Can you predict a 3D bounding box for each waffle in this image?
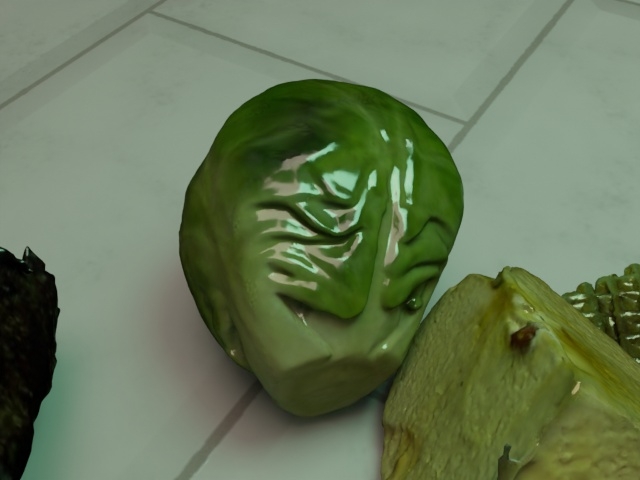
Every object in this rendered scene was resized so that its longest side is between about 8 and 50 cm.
[{"bbox_3d":[0.366,0.119,0.847,0.208,0.054,0.214,-30,48,-20],"label":"waffle"}]

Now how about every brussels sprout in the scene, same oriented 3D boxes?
[{"bbox_3d":[-0.005,0.002,0.820,0.289,0.281,0.354,8,61,-24],"label":"brussels sprout"}]

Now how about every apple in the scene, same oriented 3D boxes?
[{"bbox_3d":[0.198,0.160,0.685,0.314,0.252,0.309,-12,14,1],"label":"apple"}]

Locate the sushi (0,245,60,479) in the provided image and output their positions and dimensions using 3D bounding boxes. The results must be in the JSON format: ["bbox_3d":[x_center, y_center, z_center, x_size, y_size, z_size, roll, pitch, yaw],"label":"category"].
[{"bbox_3d":[-0.421,0.133,0.691,0.299,0.281,0.294,-11,46,7],"label":"sushi"}]
